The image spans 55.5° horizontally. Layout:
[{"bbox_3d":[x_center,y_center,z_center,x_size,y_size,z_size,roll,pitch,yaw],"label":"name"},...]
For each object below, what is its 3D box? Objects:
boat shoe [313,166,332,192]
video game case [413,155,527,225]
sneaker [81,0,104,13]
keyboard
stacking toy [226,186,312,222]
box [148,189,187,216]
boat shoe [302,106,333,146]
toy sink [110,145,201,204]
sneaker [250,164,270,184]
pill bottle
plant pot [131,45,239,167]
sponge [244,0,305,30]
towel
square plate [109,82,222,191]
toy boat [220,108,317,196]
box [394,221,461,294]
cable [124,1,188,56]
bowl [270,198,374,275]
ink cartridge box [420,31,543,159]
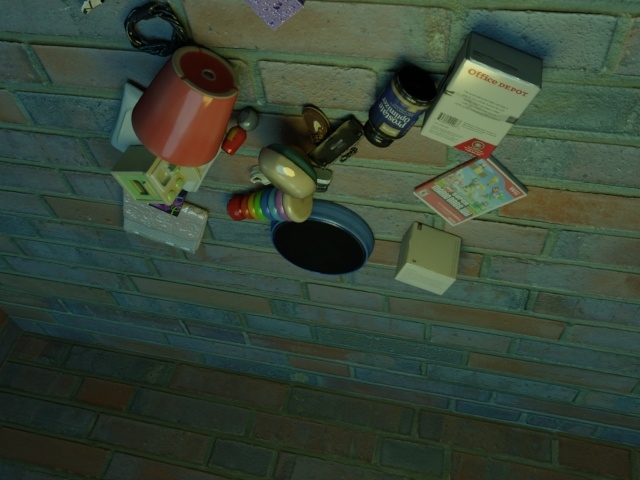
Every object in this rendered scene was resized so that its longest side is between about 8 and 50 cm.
[{"bbox_3d":[-0.056,-0.205,1.980,0.183,0.065,0.083,18,147,-2],"label":"boat shoe"},{"bbox_3d":[0.458,-0.151,1.882,0.204,0.025,0.285,35,141,-26],"label":"video game case"},{"bbox_3d":[-0.602,-0.634,1.618,0.043,0.040,0.109,31,144,-24],"label":"sneaker"},{"bbox_3d":[0.057,-0.279,1.803,0.180,0.023,0.108,-38,126,21],"label":"keyboard"},{"bbox_3d":[-0.192,-0.125,2.114,0.330,0.141,0.141,-3,142,37],"label":"stacking toy"},{"bbox_3d":[-0.550,-0.171,2.221,0.116,0.029,0.162,23,125,-10],"label":"box"},{"bbox_3d":[-0.003,-0.318,1.801,0.064,0.060,0.178,-5,140,29],"label":"boat shoe"},{"bbox_3d":[-0.535,-0.210,1.983,0.234,0.131,0.153,4,142,28],"label":"toy sink"},{"bbox_3d":[-0.163,-0.211,2.020,0.152,0.061,0.054,2,142,18],"label":"sneaker"},{"bbox_3d":[0.203,-0.347,1.621,0.122,0.123,0.219,24,145,-12],"label":"pill bottle"},{"bbox_3d":[-0.360,-0.383,1.699,0.275,0.275,0.243,28,134,-17],"label":"plant pot"},{"bbox_3d":[-0.147,-0.615,1.464,0.117,0.031,0.210,-21,132,42],"label":"sponge"},{"bbox_3d":[-0.620,-0.081,2.402,0.331,0.053,0.317,20,146,-7],"label":"towel"},{"bbox_3d":[-0.522,-0.312,1.998,0.347,0.049,0.344,32,146,-11],"label":"square plate"},{"bbox_3d":[-0.137,-0.257,1.804,0.318,0.148,0.267,34,176,6],"label":"toy boat"},{"bbox_3d":[0.368,0.061,2.080,0.181,0.181,0.119,19,146,-4],"label":"box"},{"bbox_3d":[-0.447,-0.567,1.654,0.184,0.047,0.150,-13,141,32],"label":"cable"},{"bbox_3d":[0.000,0.000,2.240,0.391,0.077,0.391,11,145,8],"label":"bowl"},{"bbox_3d":[0.400,-0.357,1.532,0.197,0.114,0.273,20,146,-5],"label":"ink cartridge box"}]
